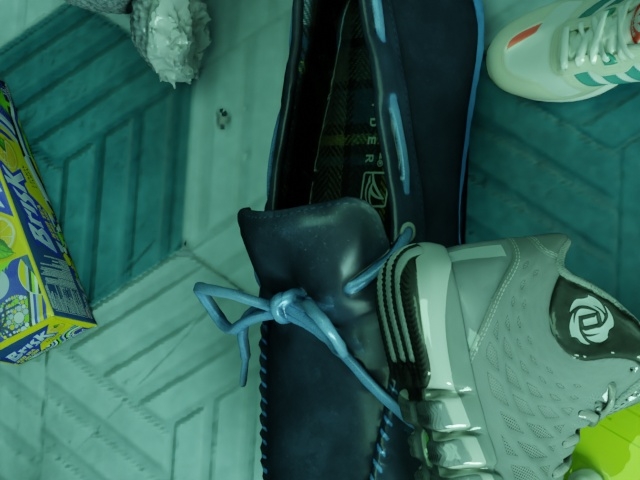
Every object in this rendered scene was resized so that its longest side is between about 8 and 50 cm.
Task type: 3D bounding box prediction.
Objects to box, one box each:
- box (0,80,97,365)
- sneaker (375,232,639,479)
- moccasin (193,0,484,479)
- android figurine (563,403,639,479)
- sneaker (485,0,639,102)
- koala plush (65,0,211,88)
[{"bbox_3d":[-0.193,-0.015,1.040,0.059,0.054,0.169,-27,71,14],"label":"box"},{"bbox_3d":[0.111,0.104,0.830,0.132,0.086,0.228,-12,96,-14],"label":"sneaker"},{"bbox_3d":[0.000,0.000,0.919,0.138,0.117,0.342,-9,72,37],"label":"moccasin"},{"bbox_3d":[0.171,0.180,0.867,0.273,0.056,0.248,32,93,21],"label":"android figurine"},{"bbox_3d":[0.158,-0.108,0.911,0.161,0.075,0.057,-2,79,20],"label":"sneaker"},{"bbox_3d":[-0.116,-0.203,0.968,0.203,0.221,0.196,-35,69,-23],"label":"koala plush"}]
